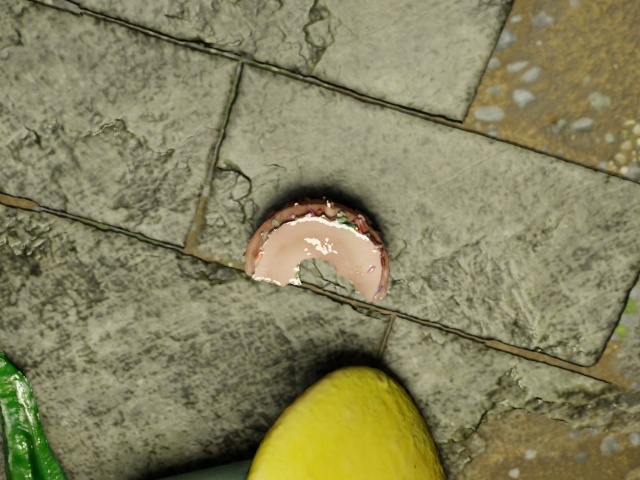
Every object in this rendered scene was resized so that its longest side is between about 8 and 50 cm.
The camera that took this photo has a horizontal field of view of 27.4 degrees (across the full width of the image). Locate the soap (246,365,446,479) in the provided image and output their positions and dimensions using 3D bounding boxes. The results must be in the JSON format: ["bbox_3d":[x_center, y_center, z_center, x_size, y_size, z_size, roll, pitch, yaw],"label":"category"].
[{"bbox_3d":[0.049,0.351,1.523,0.115,0.306,0.427,12,133,46],"label":"soap"}]

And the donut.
[{"bbox_3d":[0.000,0.000,1.453,0.166,0.065,0.117,10,119,-2],"label":"donut"}]

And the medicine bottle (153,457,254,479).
[{"bbox_3d":[-0.178,0.404,1.579,0.289,0.245,0.245,-12,116,17],"label":"medicine bottle"}]

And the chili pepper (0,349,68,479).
[{"bbox_3d":[-0.369,0.231,1.607,0.088,0.059,0.227,-6,115,13],"label":"chili pepper"}]
